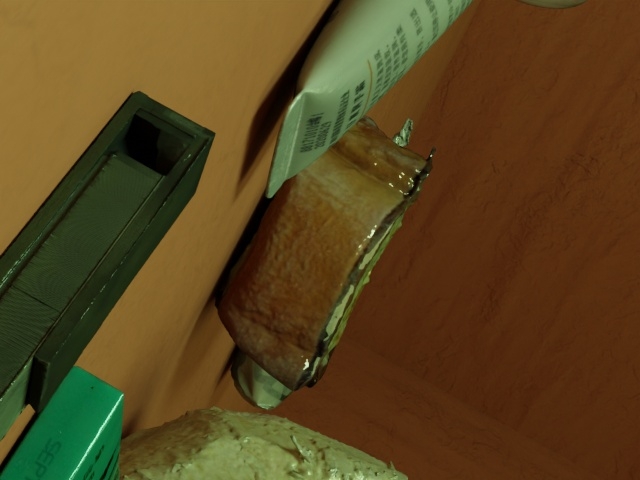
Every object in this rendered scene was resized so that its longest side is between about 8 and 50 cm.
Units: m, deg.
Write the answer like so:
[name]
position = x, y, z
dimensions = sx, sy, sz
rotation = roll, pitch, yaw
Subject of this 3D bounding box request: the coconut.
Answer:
[coconut]
position = -0.070, 0.276, 1.112
dimensions = 0.297, 0.297, 0.254
rotation = -61, -165, -9

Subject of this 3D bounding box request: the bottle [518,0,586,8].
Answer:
[bottle]
position = 0.239, -0.388, 1.288
dimensions = 0.206, 0.173, 0.297
rotation = -64, 178, -54

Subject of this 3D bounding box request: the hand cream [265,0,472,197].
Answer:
[hand cream]
position = 0.053, -0.165, 1.052
dimensions = 0.314, 0.089, 0.139
rotation = -55, 173, -26

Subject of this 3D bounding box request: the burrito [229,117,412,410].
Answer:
[burrito]
position = -0.001, 0.037, 1.704
dimensions = 0.445, 0.101, 0.139
rotation = -61, 172, 29

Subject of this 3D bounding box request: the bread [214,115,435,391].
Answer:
[bread]
position = 0.002, -0.002, 1.262
dimensions = 0.244, 0.123, 0.190
rotation = -61, 178, 6

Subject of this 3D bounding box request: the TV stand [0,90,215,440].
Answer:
[TV stand]
position = -0.122, 0.044, 0.543
dimensions = 0.256, 0.040, 0.049
rotation = -59, 177, -36

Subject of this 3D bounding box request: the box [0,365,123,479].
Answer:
[box]
position = -0.176, 0.183, 0.840
dimensions = 0.161, 0.042, 0.226
rotation = -58, 175, -25
